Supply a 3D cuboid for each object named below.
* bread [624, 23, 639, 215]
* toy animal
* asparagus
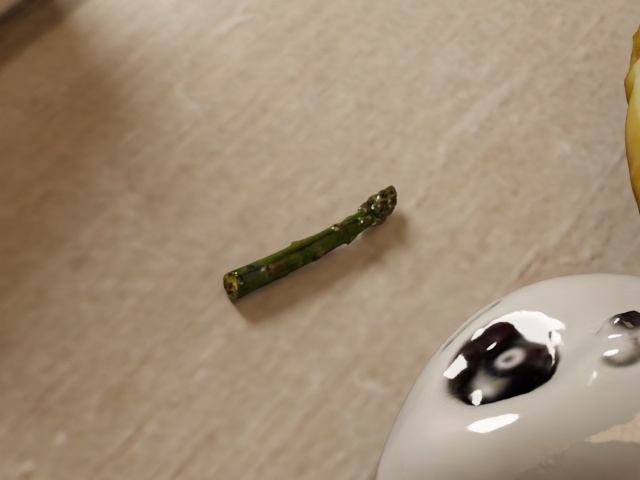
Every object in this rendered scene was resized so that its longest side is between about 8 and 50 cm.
[{"bbox_3d":[0.278,-0.046,0.876,0.250,0.225,0.279,26,37,-15],"label":"bread"},{"bbox_3d":[0.116,0.121,0.698,0.187,0.165,0.235,-3,56,-9],"label":"toy animal"},{"bbox_3d":[0.000,0.000,0.841,0.114,0.014,0.015,-27,87,-41],"label":"asparagus"}]
